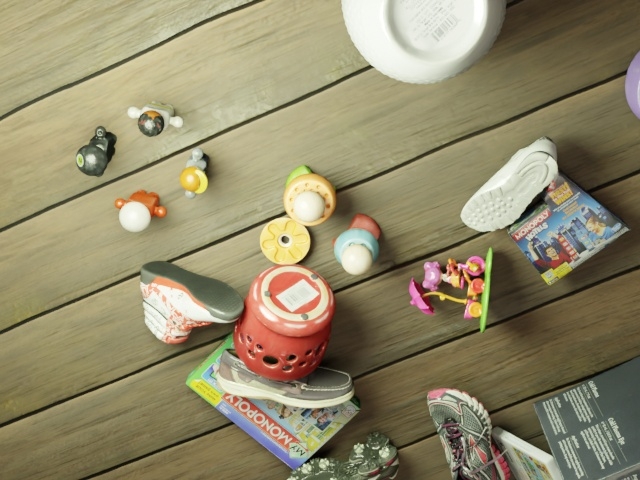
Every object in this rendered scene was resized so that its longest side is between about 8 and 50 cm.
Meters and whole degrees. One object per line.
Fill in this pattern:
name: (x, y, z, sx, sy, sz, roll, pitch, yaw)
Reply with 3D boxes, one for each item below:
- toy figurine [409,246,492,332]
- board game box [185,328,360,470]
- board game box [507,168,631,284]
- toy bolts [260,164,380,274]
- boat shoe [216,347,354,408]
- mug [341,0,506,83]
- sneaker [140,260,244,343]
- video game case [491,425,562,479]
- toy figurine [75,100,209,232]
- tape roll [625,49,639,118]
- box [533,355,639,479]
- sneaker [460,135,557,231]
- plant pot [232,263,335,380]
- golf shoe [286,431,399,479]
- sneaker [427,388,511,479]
toy figurine: (0.260, 0.091, 1.801, 0.159, 0.130, 0.173, 6, 88, 8)
board game box: (-0.100, 0.327, 1.917, 0.317, 0.046, 0.213, 41, 105, -13)
board game box: (0.473, -0.045, 1.764, 0.194, 0.060, 0.194, -36, 104, 13)
toy bolts: (0.000, 0.000, 1.735, 0.228, 0.158, 0.218, 32, 107, -10)
boat shoe: (-0.070, 0.273, 1.821, 0.285, 0.103, 0.092, 6, 115, 4)
mug: (0.214, -0.425, 1.486, 0.374, 0.328, 0.276, -31, 107, 11)
sneaker: (-0.255, 0.147, 1.778, 0.270, 0.090, 0.145, 21, 120, 34)
video game case: (0.472, 0.516, 1.899, 0.026, 0.206, 0.227, -35, 108, -15)
toy figurine: (-0.330, -0.144, 1.693, 0.209, 0.148, 0.213, -28, 107, 11)
tape roll: (0.674, -0.290, 1.661, 0.189, 0.080, 0.189, 0, 110, 0)
box: (0.633, 0.410, 1.778, 0.312, 0.343, 0.179, -28, 106, 11)
sneaker: (0.369, -0.106, 1.735, 0.090, 0.095, 0.235, 38, 126, -17)
plant pot: (-0.068, 0.151, 1.749, 0.191, 0.191, 0.174, 12, 136, -3)
golf shoe: (0.048, 0.527, 1.941, 0.272, 0.105, 0.120, -21, 129, -4)
sneaker: (0.312, 0.441, 1.895, 0.121, 0.112, 0.299, -14, 112, 43)
